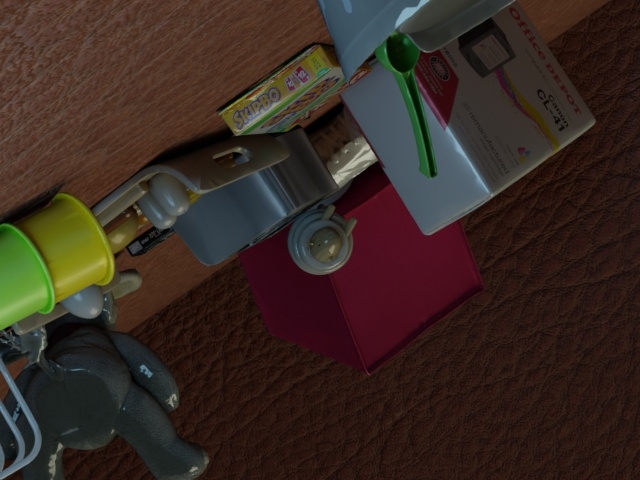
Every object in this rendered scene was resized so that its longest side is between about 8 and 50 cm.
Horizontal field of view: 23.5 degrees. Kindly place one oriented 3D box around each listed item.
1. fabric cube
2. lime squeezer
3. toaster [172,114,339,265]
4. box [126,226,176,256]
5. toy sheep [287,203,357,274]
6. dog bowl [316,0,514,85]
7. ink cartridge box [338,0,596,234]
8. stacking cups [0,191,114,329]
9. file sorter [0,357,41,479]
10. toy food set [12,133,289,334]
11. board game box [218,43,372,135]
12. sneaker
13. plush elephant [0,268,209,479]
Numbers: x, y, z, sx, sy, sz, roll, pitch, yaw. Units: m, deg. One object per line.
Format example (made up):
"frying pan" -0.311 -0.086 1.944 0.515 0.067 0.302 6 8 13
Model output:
"fabric cube" 0.049 0.008 2.339 0.259 0.254 0.258 -33 -153 -26
"lime squeezer" 0.106 -0.212 1.549 0.059 0.110 0.310 -13 136 -32
"toaster" -0.080 -0.063 1.916 0.185 0.110 0.168 -35 179 25
"box" -0.229 -0.008 2.166 0.083 0.018 0.067 -34 178 9
"toy sheep" 0.000 0.000 1.929 0.091 0.091 0.132 -33 -176 -7
"dog bowl" 0.137 -0.245 1.075 0.349 0.102 0.349 -33 178 -1
"ink cartridge box" 0.194 -0.172 1.997 0.131 0.226 0.306 -33 180 42
"stacking cups" -0.327 0.068 1.322 0.316 0.096 0.096 -33 178 -32
"file sorter" -0.442 0.215 1.636 0.193 0.173 0.277 -30 179 -35
"toy food set" -0.191 -0.007 1.723 0.306 0.092 0.220 -34 178 28
"board game box" -0.023 -0.159 1.635 0.124 0.039 0.259 -35 175 13
"sneaker" 0.038 -0.153 2.168 0.305 0.114 0.152 -31 154 -3
"plush elephant" -0.333 0.182 2.140 0.272 0.330 0.255 -21 -158 8
